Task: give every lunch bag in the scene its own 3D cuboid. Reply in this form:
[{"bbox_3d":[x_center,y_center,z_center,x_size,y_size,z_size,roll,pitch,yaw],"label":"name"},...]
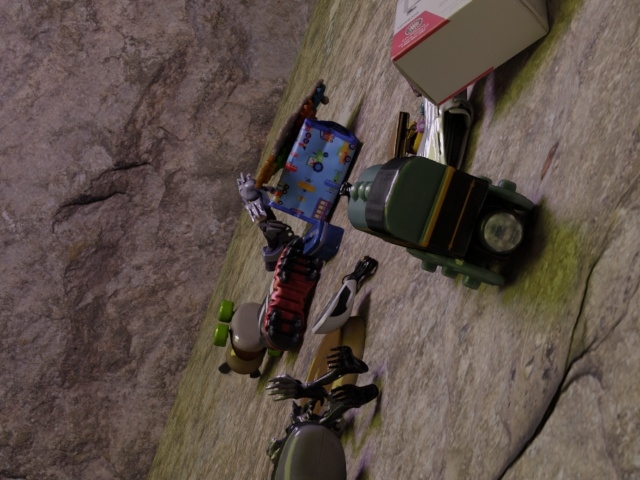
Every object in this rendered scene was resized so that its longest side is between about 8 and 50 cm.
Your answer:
[{"bbox_3d":[0.000,0.000,2.093,0.098,0.065,0.067,137,151,-63],"label":"lunch bag"},{"bbox_3d":[-0.005,-0.175,2.345,0.293,0.138,0.221,-65,-1,-80],"label":"lunch bag"}]

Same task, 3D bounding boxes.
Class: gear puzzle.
[{"bbox_3d":[-0.065,-0.236,2.277,0.339,0.044,0.175,-57,-7,-43],"label":"gear puzzle"}]

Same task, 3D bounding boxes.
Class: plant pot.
[{"bbox_3d":[0.014,0.239,1.709,0.236,0.032,0.236,-160,90,-77],"label":"plant pot"}]

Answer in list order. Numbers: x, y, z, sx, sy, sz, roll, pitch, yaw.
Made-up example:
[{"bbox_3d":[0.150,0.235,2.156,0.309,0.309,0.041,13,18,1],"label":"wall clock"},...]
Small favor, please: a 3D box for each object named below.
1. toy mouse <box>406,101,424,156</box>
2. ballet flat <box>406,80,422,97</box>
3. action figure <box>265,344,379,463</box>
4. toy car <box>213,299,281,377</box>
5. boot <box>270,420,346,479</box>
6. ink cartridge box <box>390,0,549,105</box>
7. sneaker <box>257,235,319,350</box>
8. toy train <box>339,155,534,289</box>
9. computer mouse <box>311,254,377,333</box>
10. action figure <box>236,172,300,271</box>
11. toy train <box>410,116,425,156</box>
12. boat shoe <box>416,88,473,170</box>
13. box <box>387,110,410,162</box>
[{"bbox_3d":[0.182,-0.200,1.697,0.143,0.031,0.161,-53,14,54],"label":"toy mouse"},{"bbox_3d":[0.203,-0.317,1.654,0.077,0.079,0.221,-52,8,-28],"label":"ballet flat"},{"bbox_3d":[-0.024,0.282,1.540,0.275,0.141,0.164,-56,34,39],"label":"action figure"},{"bbox_3d":[-0.174,0.253,2.275,0.149,0.155,0.188,-83,6,-49],"label":"toy car"},{"bbox_3d":[0.007,0.413,1.302,0.223,0.118,0.338,151,127,-67],"label":"boot"},{"bbox_3d":[0.222,-0.368,1.472,0.207,0.117,0.283,-33,31,33],"label":"ink cartridge box"},{"bbox_3d":[-0.076,0.122,2.140,0.135,0.098,0.276,138,149,-61],"label":"sneaker"},{"bbox_3d":[0.138,-0.036,1.248,0.334,0.190,0.142,-157,89,-78],"label":"toy train"},{"bbox_3d":[0.042,0.107,1.712,0.106,0.042,0.193,-49,4,44],"label":"computer mouse"},{"bbox_3d":[-0.129,-0.057,2.359,0.285,0.099,0.185,69,-171,-47],"label":"action figure"},{"bbox_3d":[0.185,-0.152,1.602,0.125,0.046,0.166,-29,-44,-66],"label":"toy train"},{"bbox_3d":[0.207,-0.191,1.518,0.076,0.083,0.226,-17,60,54],"label":"boat shoe"},{"bbox_3d":[0.126,-0.114,1.647,0.201,0.021,0.164,95,-178,-83],"label":"box"}]
